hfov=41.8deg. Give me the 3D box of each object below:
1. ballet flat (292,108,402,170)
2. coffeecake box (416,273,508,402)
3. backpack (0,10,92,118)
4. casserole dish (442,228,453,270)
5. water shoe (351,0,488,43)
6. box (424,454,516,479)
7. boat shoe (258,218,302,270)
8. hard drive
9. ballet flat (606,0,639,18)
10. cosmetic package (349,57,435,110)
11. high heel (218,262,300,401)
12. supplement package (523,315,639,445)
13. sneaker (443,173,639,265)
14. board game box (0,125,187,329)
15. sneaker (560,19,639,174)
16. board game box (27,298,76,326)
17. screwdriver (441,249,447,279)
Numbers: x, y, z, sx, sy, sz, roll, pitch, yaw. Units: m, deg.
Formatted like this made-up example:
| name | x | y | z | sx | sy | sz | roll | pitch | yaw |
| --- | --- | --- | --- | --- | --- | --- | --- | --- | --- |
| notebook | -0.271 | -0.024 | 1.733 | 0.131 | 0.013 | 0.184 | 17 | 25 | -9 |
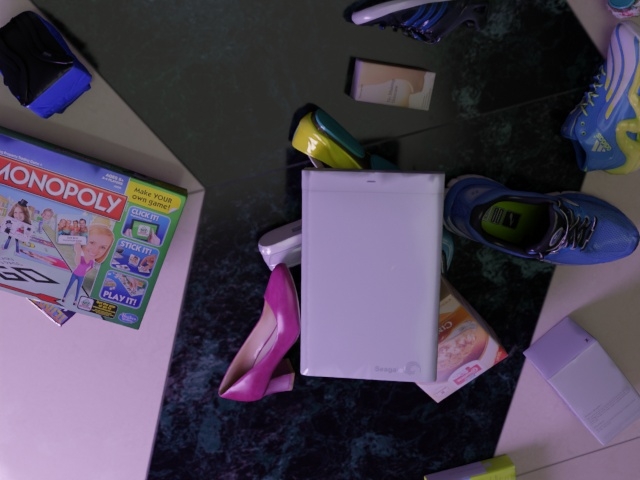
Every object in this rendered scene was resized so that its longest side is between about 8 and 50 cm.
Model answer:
| name | x | y | z | sx | sy | sz | roll | pitch | yaw |
| --- | --- | --- | --- | --- | --- | --- | --- | --- | --- |
| ballet flat | 0.055 | -0.105 | 1.256 | 0.231 | 0.077 | 0.077 | 35 | 119 | -16 |
| coffeecake box | 0.185 | 0.155 | 1.325 | 0.142 | 0.068 | 0.185 | -37 | 126 | 13 |
| backpack | -0.373 | -0.232 | 1.110 | 0.098 | 0.101 | 0.120 | -39 | 78 | -1 |
| casserole dish | 0.148 | 0.055 | 1.337 | 0.114 | 0.037 | 0.188 | 16 | 105 | -16 |
| water shoe | 0.148 | -0.317 | 1.198 | 0.203 | 0.073 | 0.080 | -13 | 112 | -6 |
| box | 0.259 | 0.455 | 1.483 | 0.178 | 0.042 | 0.109 | -12 | 109 | -7 |
| boat shoe | 0.000 | 0.000 | 1.277 | 0.184 | 0.066 | 0.063 | -21 | 121 | -5 |
| hard drive | 0.073 | 0.051 | 1.221 | 0.203 | 0.040 | 0.307 | 2 | 101 | 7 |
| ballet flat | 0.488 | -0.444 | 1.232 | 0.077 | 0.091 | 0.241 | 0 | 115 | -43 |
| cosmetic package | 0.106 | -0.230 | 1.234 | 0.115 | 0.041 | 0.060 | 5 | 107 | -13 |
| high heel | -0.098 | 0.144 | 1.284 | 0.117 | 0.082 | 0.244 | -6 | 127 | -18 |
| supplement package | 0.449 | 0.237 | 1.417 | 0.105 | 0.105 | 0.179 | -40 | 111 | 4 |
| sneaker | 0.352 | -0.013 | 1.297 | 0.330 | 0.147 | 0.130 | 8 | 106 | -14 |
| board game box | -0.369 | -0.021 | 1.153 | 0.317 | 0.046 | 0.213 | 18 | 104 | -16 |
| sneaker | 0.436 | -0.208 | 1.280 | 0.126 | 0.091 | 0.240 | -11 | 110 | -7 |
| board game box | -0.387 | 0.019 | 1.213 | 0.141 | 0.048 | 0.170 | -41 | 110 | 5 |
| screwdriver | 0.181 | -0.016 | 1.289 | 0.025 | 0.024 | 0.170 | 2 | 109 | 18 |
